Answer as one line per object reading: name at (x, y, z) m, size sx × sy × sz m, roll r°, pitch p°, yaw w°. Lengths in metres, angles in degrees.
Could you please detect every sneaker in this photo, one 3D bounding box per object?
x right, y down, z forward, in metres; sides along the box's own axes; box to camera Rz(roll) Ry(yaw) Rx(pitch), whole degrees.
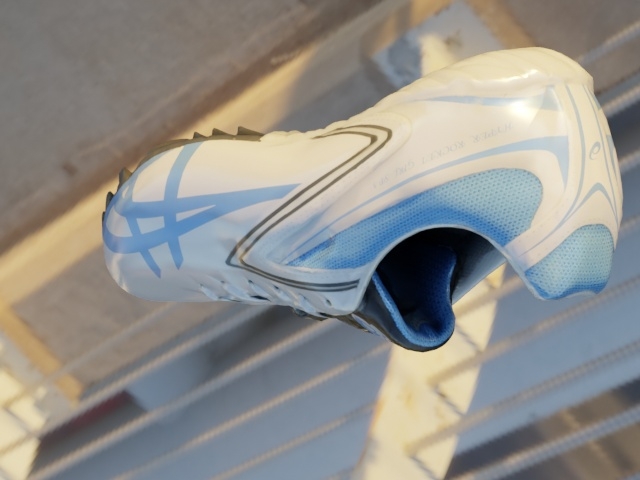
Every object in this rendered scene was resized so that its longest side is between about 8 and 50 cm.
sneaker at (0.000, 0.000, 0.554) m, size 0.237 × 0.085 × 0.086 m, roll -14°, pitch 75°, yaw 48°
